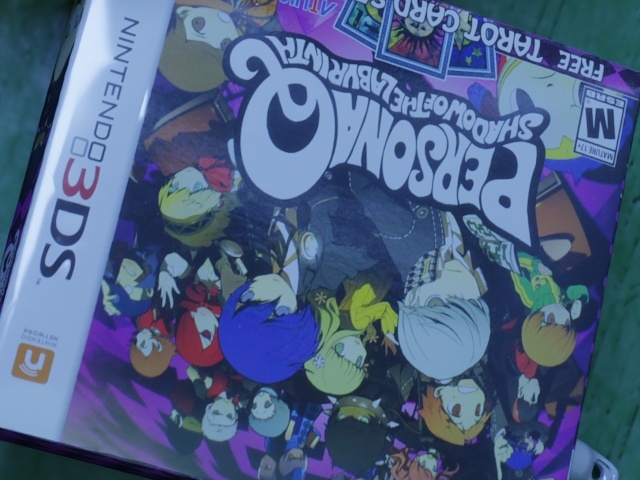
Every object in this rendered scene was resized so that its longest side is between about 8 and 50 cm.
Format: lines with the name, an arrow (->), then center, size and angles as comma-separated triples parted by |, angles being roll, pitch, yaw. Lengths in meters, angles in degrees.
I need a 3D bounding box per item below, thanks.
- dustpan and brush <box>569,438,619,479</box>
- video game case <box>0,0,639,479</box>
dustpan and brush -> 0.044, 0.066, 0.765 | 0.211, 0.060, 0.147 | 21, 74, -14
video game case -> 0.000, 0.000, 0.705 | 0.232, 0.042, 0.210 | 18, 75, -15
